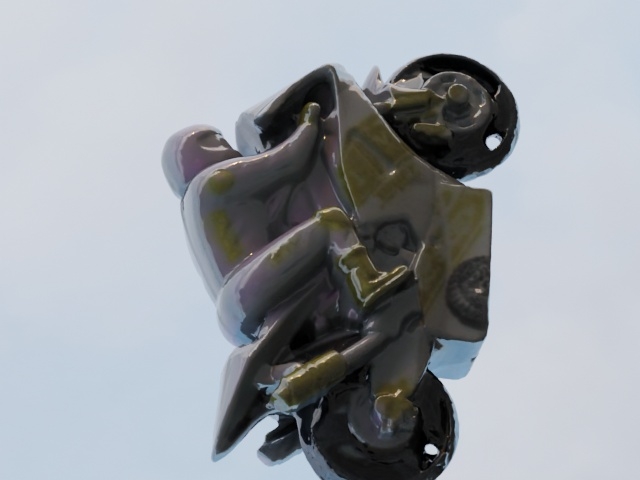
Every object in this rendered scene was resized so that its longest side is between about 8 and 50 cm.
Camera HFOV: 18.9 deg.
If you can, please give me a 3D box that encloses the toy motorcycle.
[{"bbox_3d":[0.000,0.000,0.824,0.152,0.073,0.225,14,-120,0],"label":"toy motorcycle"}]
